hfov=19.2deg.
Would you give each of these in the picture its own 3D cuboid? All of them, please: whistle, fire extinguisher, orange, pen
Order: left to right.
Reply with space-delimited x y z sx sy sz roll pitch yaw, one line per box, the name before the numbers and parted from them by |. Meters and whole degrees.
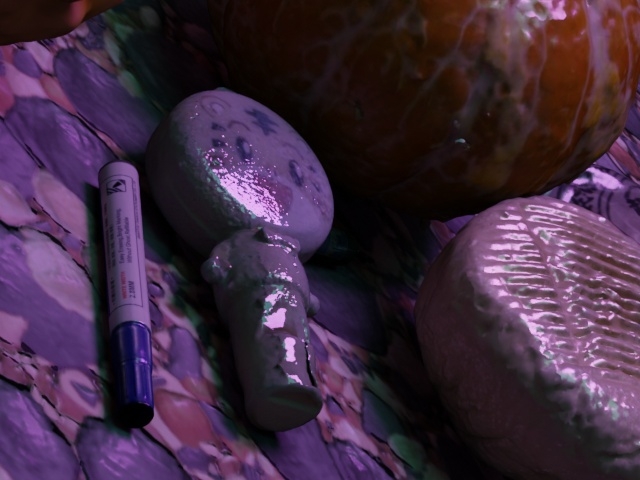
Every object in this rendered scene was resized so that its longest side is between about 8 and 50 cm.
pen | -0.107 0.026 1.042 0.025 0.025 0.204 32 29 -30
whistle | -0.043 0.003 1.139 0.126 0.067 0.258 20 39 -34
fire extinguisher | 0.000 0.000 1.260 0.038 0.025 0.083 36 13 39
orange | 0.070 -0.161 1.335 0.329 0.249 0.329 19 32 -13

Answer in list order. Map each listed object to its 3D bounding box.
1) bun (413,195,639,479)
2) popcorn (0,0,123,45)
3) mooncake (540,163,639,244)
bun | 0.158 0.083 1.242 0.220 0.134 0.220 25 40 -22
popcorn | -0.215 -0.278 0.984 0.344 0.390 0.354 -1 93 -36
mooncake | 0.257 0.070 1.444 0.254 0.136 0.250 22 30 -44
